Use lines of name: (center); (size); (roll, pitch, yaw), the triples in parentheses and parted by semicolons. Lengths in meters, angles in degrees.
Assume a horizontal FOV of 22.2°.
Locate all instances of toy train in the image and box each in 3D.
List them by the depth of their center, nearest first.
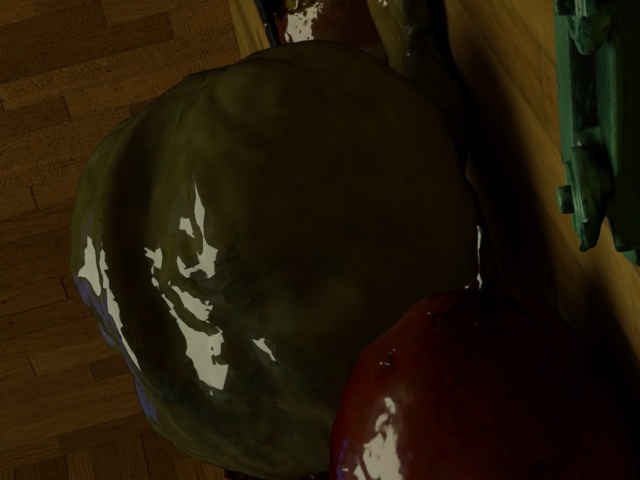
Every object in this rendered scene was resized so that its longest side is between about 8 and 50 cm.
toy train: (0.117, -0.069, 0.601); (0.099, 0.070, 0.172); (-95, -4, -47)

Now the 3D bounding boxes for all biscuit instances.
biscuit: (0.068, -0.144, 1.116); (0.174, 0.039, 0.183); (97, 157, -73)

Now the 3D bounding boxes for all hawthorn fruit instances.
hawthorn fruit: (0.096, 0.101, 0.899); (0.181, 0.181, 0.235); (-121, 29, -73)

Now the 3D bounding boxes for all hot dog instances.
hot dog: (0.012, -0.171, 1.345); (0.123, 0.093, 0.262); (-119, 14, -73)

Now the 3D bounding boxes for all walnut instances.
walnut: (-0.026, 0.015, 1.079); (0.277, 0.253, 0.282); (64, 168, -3)

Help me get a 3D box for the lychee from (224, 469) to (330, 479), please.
lychee: (-0.003, 0.149, 1.620); (0.300, 0.264, 0.264); (106, 154, -43)

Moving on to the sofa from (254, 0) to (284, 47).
sofa: (-0.014, -0.206, 1.603); (0.060, 0.085, 0.147); (84, 170, -45)
